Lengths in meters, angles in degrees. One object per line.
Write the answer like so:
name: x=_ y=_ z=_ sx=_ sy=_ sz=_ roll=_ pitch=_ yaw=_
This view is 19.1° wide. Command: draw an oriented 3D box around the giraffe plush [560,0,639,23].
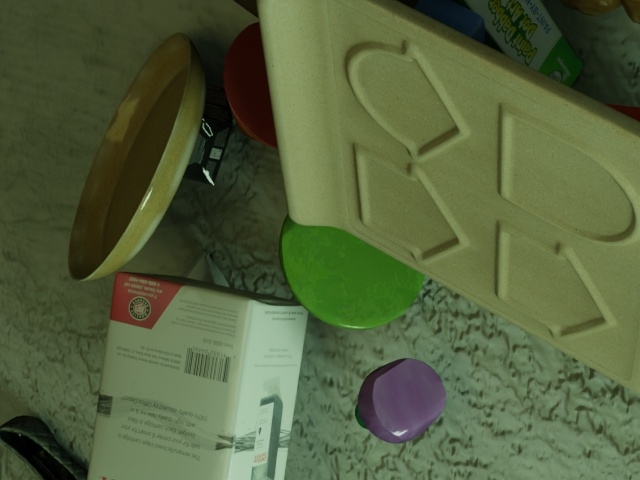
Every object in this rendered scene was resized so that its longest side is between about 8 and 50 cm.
giraffe plush: x=0.177 y=-0.253 z=1.321 sx=0.181 sy=0.170 sz=0.210 roll=19 pitch=112 yaw=37

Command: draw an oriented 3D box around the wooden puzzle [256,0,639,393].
wooden puzzle: x=0.132 y=-0.049 z=1.357 sx=0.348 sy=0.080 sz=0.322 roll=25 pitch=154 yaw=18

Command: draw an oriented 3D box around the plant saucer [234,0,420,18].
plant saucer: x=-0.020 y=-0.196 z=1.443 sx=0.278 sy=0.278 sz=0.041 roll=29 pitch=84 yaw=33

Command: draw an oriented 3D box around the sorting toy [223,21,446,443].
sorting toy: x=0.000 y=0.000 z=1.600 sx=0.126 sy=0.127 sz=0.365 roll=-34 pitch=75 yaw=65

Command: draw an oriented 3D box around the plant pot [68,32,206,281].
plant pot: x=-0.157 y=-0.068 z=1.670 sx=0.236 sy=0.032 sz=0.236 roll=-52 pitch=24 yaw=34

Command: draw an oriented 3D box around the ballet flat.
ballet flat: x=-0.260 y=0.242 z=1.900 sx=0.173 sy=0.049 sz=0.057 roll=42 pitch=125 yaw=26

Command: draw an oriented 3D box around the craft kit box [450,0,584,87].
craft kit box: x=0.049 y=-0.209 z=1.407 sx=0.250 sy=0.247 sz=0.061 roll=30 pitch=86 yaw=33

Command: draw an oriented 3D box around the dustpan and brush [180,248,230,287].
dustpan and brush: x=-0.100 y=0.133 z=1.727 sx=0.211 sy=0.060 sz=0.147 roll=53 pitch=128 yaw=18

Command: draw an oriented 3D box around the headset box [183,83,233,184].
headset box: x=-0.101 y=-0.096 z=1.671 sx=0.083 sy=0.032 sz=0.062 roll=-103 pitch=29 yaw=-59

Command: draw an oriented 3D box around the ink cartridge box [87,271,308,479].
ink cartridge box: x=-0.108 y=0.147 z=1.650 sx=0.159 sy=0.092 sz=0.217 roll=11 pitch=92 yaw=35
